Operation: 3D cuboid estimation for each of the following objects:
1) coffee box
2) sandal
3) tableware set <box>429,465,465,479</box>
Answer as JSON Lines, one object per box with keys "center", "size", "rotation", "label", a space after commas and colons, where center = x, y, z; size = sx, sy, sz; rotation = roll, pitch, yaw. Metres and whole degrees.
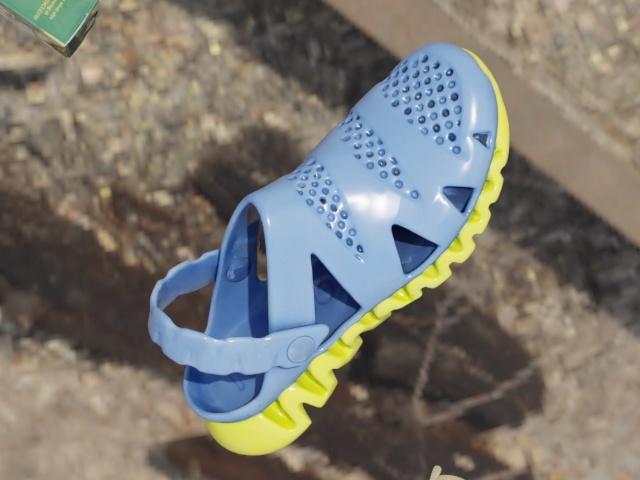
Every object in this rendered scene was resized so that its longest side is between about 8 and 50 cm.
{"center": [-0.222, -0.181, 1.201], "size": [0.184, 0.113, 0.040], "rotation": [34, 87, -7], "label": "coffee box"}
{"center": [0.000, 0.000, 1.281], "size": [0.138, 0.126, 0.317], "rotation": [31, 98, -46], "label": "sandal"}
{"center": [0.151, 0.301, 1.973], "size": [0.169, 0.141, 0.020], "rotation": [19, 130, 16], "label": "tableware set"}
